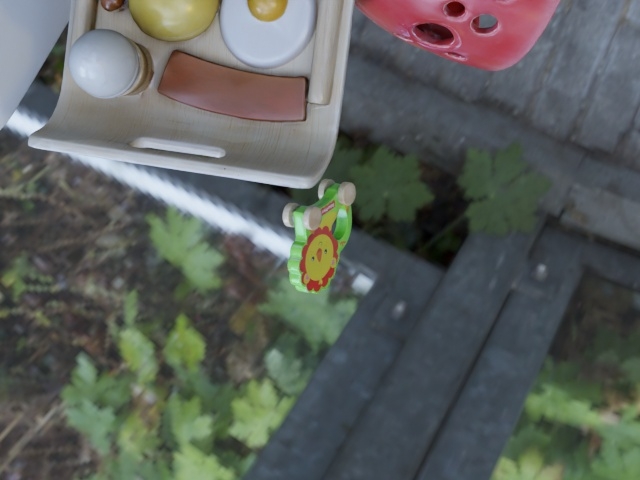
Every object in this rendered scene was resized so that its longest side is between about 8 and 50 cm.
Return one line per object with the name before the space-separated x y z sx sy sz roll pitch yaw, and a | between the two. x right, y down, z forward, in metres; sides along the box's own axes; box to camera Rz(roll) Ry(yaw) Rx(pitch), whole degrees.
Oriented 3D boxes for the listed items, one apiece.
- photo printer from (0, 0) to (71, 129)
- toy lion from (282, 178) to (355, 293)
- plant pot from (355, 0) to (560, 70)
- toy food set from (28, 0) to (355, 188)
photo printer | -0.307 -0.221 1.160 0.107 0.307 0.256 -15 124 25
toy lion | 0.000 0.000 1.471 0.034 0.100 0.096 10 120 33
plant pot | 0.090 -0.246 1.175 0.174 0.191 0.191 17 127 -17
toy food set | -0.088 -0.203 1.064 0.220 0.092 0.306 9 96 14
